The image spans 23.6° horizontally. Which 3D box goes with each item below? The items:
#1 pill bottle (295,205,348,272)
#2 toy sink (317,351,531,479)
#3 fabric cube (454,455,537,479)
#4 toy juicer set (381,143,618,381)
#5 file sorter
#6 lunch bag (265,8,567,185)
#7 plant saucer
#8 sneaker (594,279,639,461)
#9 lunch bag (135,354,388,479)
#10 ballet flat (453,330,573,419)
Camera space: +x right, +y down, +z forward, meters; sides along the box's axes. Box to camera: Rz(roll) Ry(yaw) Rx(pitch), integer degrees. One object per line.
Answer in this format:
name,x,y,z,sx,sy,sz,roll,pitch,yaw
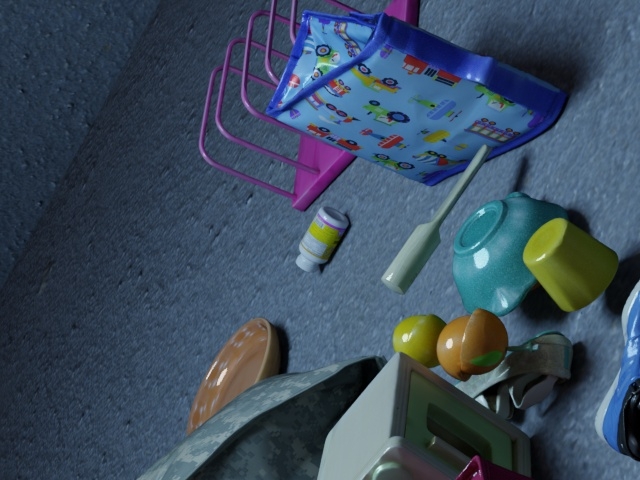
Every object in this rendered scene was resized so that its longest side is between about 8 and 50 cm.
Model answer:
pill bottle,0.000,0.000,1.991,0.083,0.043,0.043,-60,22,21
toy sink,0.088,0.226,1.300,0.131,0.152,0.234,-52,9,24
fabric cube,0.154,0.338,0.957,0.259,0.258,0.254,-55,25,32
toy juicer set,0.155,0.040,1.467,0.209,0.089,0.329,-48,19,6
file sorter,-0.023,-0.220,2.074,0.290,0.182,0.202,-45,31,47
lunch bag,0.106,-0.162,1.636,0.293,0.221,0.138,0,69,68
plant saucer,-0.111,0.198,2.047,0.200,0.037,0.200,-48,23,28
sneaker,0.265,0.100,1.199,0.084,0.058,0.152,-143,72,-75
lunch bag,-0.048,0.242,1.669,0.287,0.169,0.235,-40,6,-23
ballet flat,0.171,0.137,1.412,0.168,0.057,0.052,-44,41,49
